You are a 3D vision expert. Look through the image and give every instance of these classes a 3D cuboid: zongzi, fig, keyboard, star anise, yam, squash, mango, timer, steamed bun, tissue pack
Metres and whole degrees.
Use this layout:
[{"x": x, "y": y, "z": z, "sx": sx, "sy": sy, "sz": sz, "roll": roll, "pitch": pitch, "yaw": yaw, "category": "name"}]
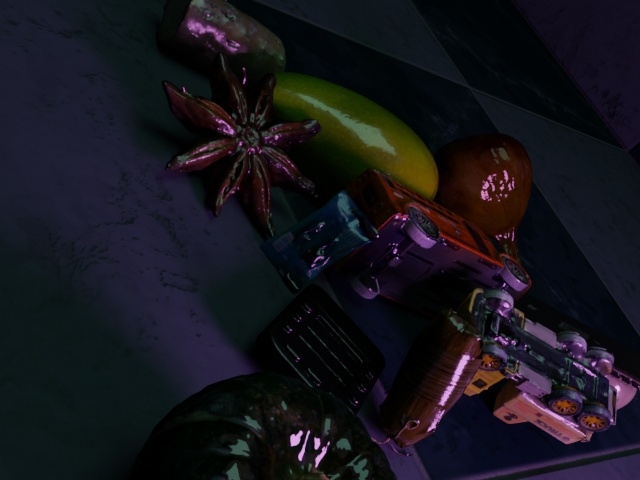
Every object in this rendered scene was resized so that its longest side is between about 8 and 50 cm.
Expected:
[{"x": 0.139, "y": 0.171, "z": 1.154, "sx": 0.084, "sy": 0.187, "sz": 0.184, "roll": 33, "pitch": 6, "yaw": 6, "category": "zongzi"}, {"x": 0.297, "y": -0.055, "z": 1.682, "sx": 0.191, "sy": 0.191, "sz": 0.290, "roll": -30, "pitch": 119, "yaw": -61, "category": "fig"}, {"x": 0.419, "y": 0.159, "z": 1.514, "sx": 0.317, "sy": 0.027, "sz": 0.106, "roll": 29, "pitch": 26, "yaw": 23, "category": "keyboard"}, {"x": -0.120, "y": -0.127, "z": 1.244, "sx": 0.272, "sy": 0.102, "sz": 0.272, "roll": 12, "pitch": 70, "yaw": -34, "category": "star anise"}, {"x": -0.148, "y": -0.311, "z": 1.411, "sx": 0.194, "sy": 0.107, "sz": 0.107, "roll": 25, "pitch": 35, "yaw": -34, "category": "yam"}, {"x": -0.046, "y": 0.239, "z": 0.783, "sx": 0.252, "sy": 0.165, "sz": 0.252, "roll": 31, "pitch": 34, "yaw": -24, "category": "squash"}, {"x": 0.040, "y": -0.146, "z": 1.400, "sx": 0.343, "sy": 0.156, "sz": 0.192, "roll": 30, "pitch": 21, "yaw": -22, "category": "mango"}, {"x": -0.001, "y": 0.139, "z": 1.092, "sx": 0.144, "sy": 0.055, "sz": 0.187, "roll": 48, "pitch": 25, "yaw": 0, "category": "timer"}, {"x": 0.462, "y": 0.237, "z": 1.527, "sx": 0.130, "sy": 0.091, "sz": 0.112, "roll": 34, "pitch": 24, "yaw": 31, "category": "steamed bun"}, {"x": 0.000, "y": 0.000, "z": 1.196, "sx": 0.085, "sy": 0.138, "sz": 0.028, "roll": 53, "pitch": -9, "yaw": 16, "category": "tissue pack"}]

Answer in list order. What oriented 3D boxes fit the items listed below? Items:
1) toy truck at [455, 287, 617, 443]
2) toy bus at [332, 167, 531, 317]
[{"x": 0.289, "y": 0.193, "z": 1.305, "sx": 0.272, "sy": 0.157, "sz": 0.124, "roll": 30, "pitch": 47, "yaw": -13, "category": "toy truck"}, {"x": 0.161, "y": 0.023, "z": 1.345, "sx": 0.329, "sy": 0.143, "sz": 0.153, "roll": 24, "pitch": 32, "yaw": -38, "category": "toy bus"}]
